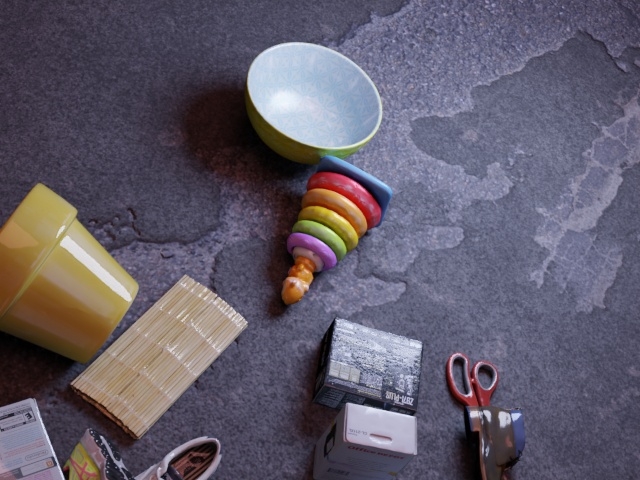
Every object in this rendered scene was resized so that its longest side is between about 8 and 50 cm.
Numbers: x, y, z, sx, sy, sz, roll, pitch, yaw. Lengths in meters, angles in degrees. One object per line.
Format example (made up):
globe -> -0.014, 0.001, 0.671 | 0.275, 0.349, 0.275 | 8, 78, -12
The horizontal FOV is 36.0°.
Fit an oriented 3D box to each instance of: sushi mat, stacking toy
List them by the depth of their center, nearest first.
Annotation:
sushi mat -> -0.276, 0.198, 1.739 | 0.151, 0.019, 0.316 | 37, 51, 9
stacking toy -> 0.000, 0.000, 1.921 | 0.165, 0.175, 0.302 | 28, 65, 7

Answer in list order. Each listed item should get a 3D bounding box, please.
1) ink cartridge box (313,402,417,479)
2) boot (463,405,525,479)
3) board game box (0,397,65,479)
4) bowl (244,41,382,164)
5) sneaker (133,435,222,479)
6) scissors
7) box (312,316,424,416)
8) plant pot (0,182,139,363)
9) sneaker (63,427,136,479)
ink cartridge box -> 0.074, 0.351, 1.665 | 0.127, 0.175, 0.072 | 14, 53, -11
boot -> 0.328, 0.396, 1.772 | 0.106, 0.082, 0.219 | -5, 61, -3
board game box -> -0.484, 0.413, 1.461 | 0.224, 0.097, 0.303 | -15, 62, -29
bowl -> -0.032, -0.256, 2.064 | 0.289, 0.156, 0.289 | 10, 53, -14
sneaker -> -0.260, 0.394, 1.561 | 0.094, 0.091, 0.258 | 42, 54, 11
scissors -> 0.299, 0.348, 1.855 | 0.109, 0.021, 0.297 | 9, 55, -16
box -> 0.089, 0.242, 1.809 | 0.180, 0.077, 0.147 | 17, 52, -9
plant pot -> -0.443, 0.072, 1.637 | 0.239, 0.254, 0.254 | 36, 50, -13
sneaker -> -0.339, 0.382, 1.513 | 0.094, 0.081, 0.208 | -46, 35, -1
